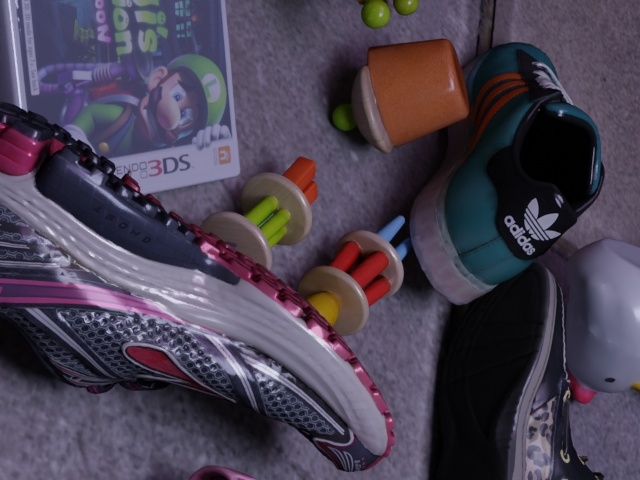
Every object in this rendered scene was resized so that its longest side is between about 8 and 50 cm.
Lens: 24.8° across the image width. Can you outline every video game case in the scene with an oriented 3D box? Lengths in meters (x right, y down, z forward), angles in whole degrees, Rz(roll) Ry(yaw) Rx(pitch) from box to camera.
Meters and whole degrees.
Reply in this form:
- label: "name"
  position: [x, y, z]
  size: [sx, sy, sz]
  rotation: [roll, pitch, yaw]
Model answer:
- label: "video game case"
  position: [-0.119, -0.120, 0.856]
  size: [0.173, 0.022, 0.190]
  rotation: [-15, 104, -49]

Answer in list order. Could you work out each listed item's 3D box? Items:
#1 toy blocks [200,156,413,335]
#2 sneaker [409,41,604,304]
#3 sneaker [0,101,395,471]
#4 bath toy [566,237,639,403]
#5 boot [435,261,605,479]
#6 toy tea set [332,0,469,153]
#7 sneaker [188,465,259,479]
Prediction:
- label: "toy blocks"
  position: [0.000, 0.000, 0.949]
  size: [0.123, 0.054, 0.148]
  rotation: [58, 42, -11]
- label: "sneaker"
  position: [0.160, -0.070, 1.080]
  size: [0.108, 0.121, 0.302]
  rotation: [51, 33, -21]
- label: "sneaker"
  position: [-0.085, 0.046, 0.799]
  size: [0.299, 0.121, 0.112]
  rotation: [35, 93, -22]
- label: "bath toy"
  position: [0.315, 0.076, 1.204]
  size: [0.348, 0.129, 0.151]
  rotation: [2, 28, -48]
- label: "boot"
  position: [0.168, 0.152, 1.038]
  size: [0.179, 0.085, 0.236]
  rotation: [32, 58, -36]
- label: "toy tea set"
  position: [0.009, -0.227, 1.046]
  size: [0.200, 0.124, 0.336]
  rotation: [46, 33, -66]
- label: "sneaker"
  position: [-0.010, 0.177, 0.817]
  size: [0.319, 0.112, 0.131]
  rotation: [-13, 86, -50]
